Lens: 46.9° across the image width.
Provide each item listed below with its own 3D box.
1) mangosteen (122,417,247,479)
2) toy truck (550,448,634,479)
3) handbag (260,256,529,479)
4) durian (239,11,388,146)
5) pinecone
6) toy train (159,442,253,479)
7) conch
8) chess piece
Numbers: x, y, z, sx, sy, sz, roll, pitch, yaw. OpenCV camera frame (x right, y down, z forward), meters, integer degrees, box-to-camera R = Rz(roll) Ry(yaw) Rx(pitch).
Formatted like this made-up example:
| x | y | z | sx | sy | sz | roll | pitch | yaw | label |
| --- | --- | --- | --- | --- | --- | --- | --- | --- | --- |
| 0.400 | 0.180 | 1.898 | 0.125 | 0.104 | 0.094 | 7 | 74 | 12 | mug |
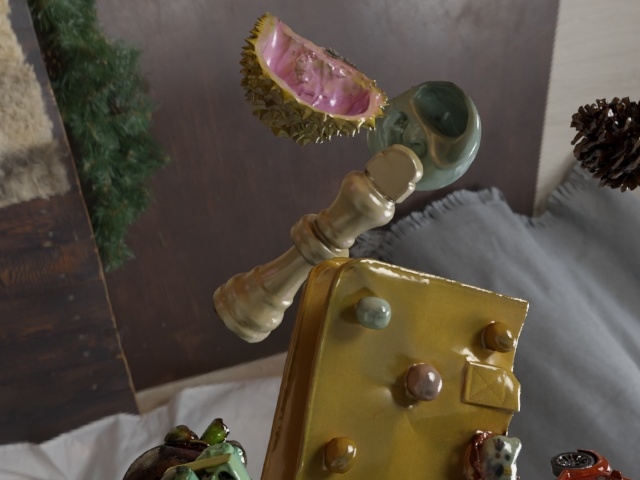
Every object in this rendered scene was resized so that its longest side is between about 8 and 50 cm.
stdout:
| x | y | z | sx | sy | sz | roll | pitch | yaw | label |
| --- | --- | --- | --- | --- | --- | --- | --- | --- | --- |
| -0.200 | 0.408 | 1.170 | 0.216 | 0.216 | 0.216 | -10 | 123 | -16 | mangosteen |
| 0.249 | 0.290 | 0.683 | 0.253 | 0.114 | 0.107 | -16 | 99 | -54 | toy truck |
| 0.095 | 0.226 | 0.801 | 0.283 | 0.133 | 0.401 | 16 | 75 | -23 | handbag |
| -0.024 | -0.192 | 0.918 | 0.182 | 0.165 | 0.132 | 41 | 89 | -20 | durian |
| 0.487 | -0.164 | 1.204 | 0.173 | 0.173 | 0.173 | -10 | 123 | -16 | pinecone |
| -0.105 | 0.439 | 1.040 | 0.150 | 0.237 | 0.369 | -19 | 107 | 18 | toy train |
| 0.178 | -0.172 | 1.211 | 0.121 | 0.221 | 0.185 | -12 | 117 | -40 | conch |
| 0.000 | 0.000 | 1.147 | 0.117 | 0.117 | 0.397 | 32 | 116 | -34 | chess piece |
